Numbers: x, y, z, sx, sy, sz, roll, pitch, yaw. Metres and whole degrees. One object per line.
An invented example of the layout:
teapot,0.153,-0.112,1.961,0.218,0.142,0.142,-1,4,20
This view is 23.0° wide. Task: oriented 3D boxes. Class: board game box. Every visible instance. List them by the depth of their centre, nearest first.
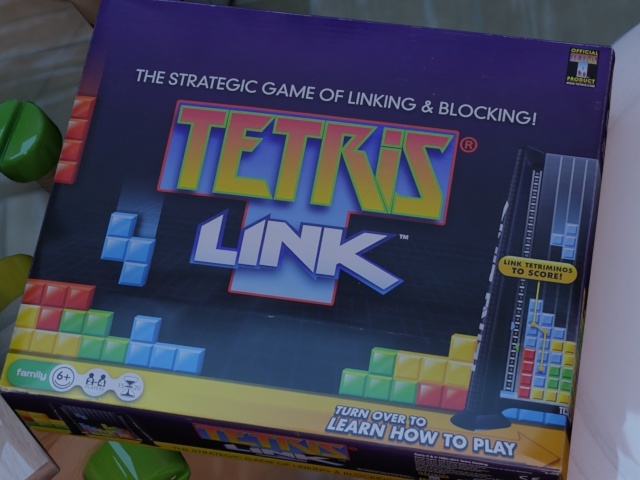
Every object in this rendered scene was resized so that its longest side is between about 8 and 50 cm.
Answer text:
board game box,0.000,0.000,0.497,0.170,0.048,0.141,7,69,8

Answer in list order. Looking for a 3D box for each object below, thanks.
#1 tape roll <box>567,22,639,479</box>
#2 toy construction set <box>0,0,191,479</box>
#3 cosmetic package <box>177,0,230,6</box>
tape roll,0.194,0.041,0.557,0.246,0.169,0.246,-7,65,16
toy construction set,-0.092,0.009,0.625,0.257,0.237,0.309,-18,62,10
cosmetic package,-0.209,-0.263,0.832,0.385,0.156,0.217,10,72,21
